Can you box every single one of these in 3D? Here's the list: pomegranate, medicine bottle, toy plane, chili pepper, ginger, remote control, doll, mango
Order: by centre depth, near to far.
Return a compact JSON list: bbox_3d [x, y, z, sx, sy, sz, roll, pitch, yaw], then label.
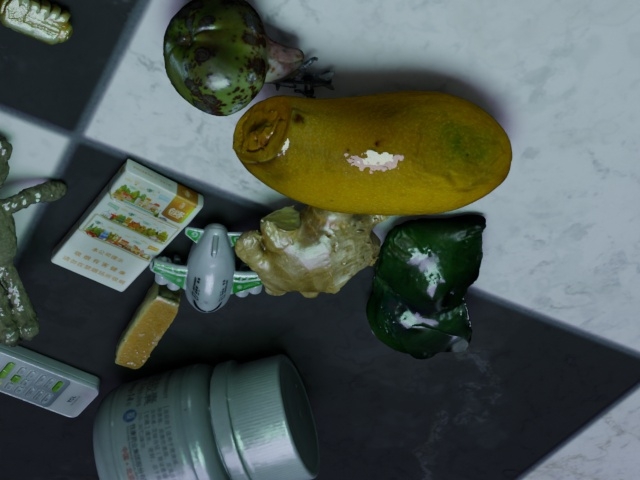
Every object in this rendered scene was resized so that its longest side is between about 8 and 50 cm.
[{"bbox_3d":[-0.097,-0.214,1.199,0.163,0.138,0.125,-6,163,-7],"label":"pomegranate"},{"bbox_3d":[0.066,-0.106,1.281,0.359,0.144,0.187,1,155,-15],"label":"mango"},{"bbox_3d":[-0.024,-0.196,1.287,0.083,0.031,0.078,-2,149,-1],"label":"toy plane"},{"bbox_3d":[-0.448,-0.002,1.385,0.203,0.091,0.286,10,106,-18],"label":"doll"},{"bbox_3d":[0.000,0.000,1.437,0.216,0.102,0.157,-25,122,7],"label":"ginger"},{"bbox_3d":[-0.156,0.042,1.498,0.174,0.080,0.174,-1,137,-1],"label":"toy plane"},{"bbox_3d":[0.145,0.085,1.511,0.148,0.116,0.264,1,138,-13],"label":"chili pepper"},{"bbox_3d":[-0.174,0.314,1.662,0.306,0.245,0.245,-16,134,8],"label":"medicine bottle"},{"bbox_3d":[-0.488,0.215,1.713,0.250,0.034,0.103,28,130,-25],"label":"remote control"}]

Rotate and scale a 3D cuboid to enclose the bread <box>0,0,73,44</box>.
[{"bbox_3d":[-0.329,-0.260,1.222,0.088,0.033,0.049,18,119,-22],"label":"bread"}]

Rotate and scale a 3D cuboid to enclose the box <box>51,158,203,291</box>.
[{"bbox_3d":[-0.271,-0.015,1.473,0.122,0.032,0.220,27,130,-26],"label":"box"}]

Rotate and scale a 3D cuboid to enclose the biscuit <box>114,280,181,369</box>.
[{"bbox_3d":[-0.263,0.126,1.604,0.052,0.056,0.188,22,133,-18],"label":"biscuit"}]

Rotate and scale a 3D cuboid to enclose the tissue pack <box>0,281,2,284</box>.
[{"bbox_3d":[-0.612,0.071,1.419,0.228,0.103,0.316,-22,167,25],"label":"tissue pack"}]
